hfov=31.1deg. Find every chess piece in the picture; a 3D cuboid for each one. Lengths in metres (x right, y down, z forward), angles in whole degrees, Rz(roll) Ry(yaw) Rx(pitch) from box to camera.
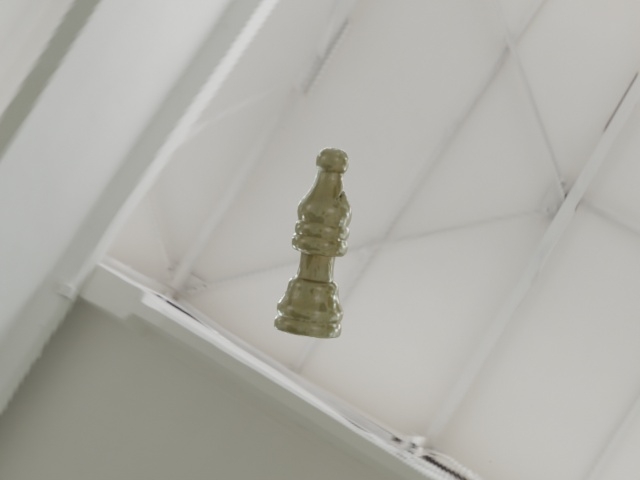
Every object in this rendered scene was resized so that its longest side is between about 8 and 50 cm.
[{"bbox_3d":[0.000,0.000,0.568,0.035,0.035,0.092,9,-85,10],"label":"chess piece"}]
